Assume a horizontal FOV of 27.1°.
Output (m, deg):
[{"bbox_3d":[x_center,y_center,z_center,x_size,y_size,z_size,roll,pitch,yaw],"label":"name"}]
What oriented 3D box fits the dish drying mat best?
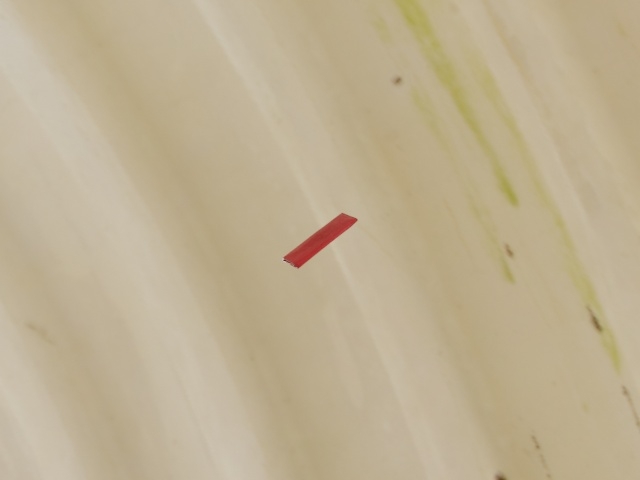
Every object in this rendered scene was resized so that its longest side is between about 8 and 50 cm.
[{"bbox_3d":[0.000,0.000,1.377,0.083,0.008,0.032,-38,-151,-18],"label":"dish drying mat"}]
